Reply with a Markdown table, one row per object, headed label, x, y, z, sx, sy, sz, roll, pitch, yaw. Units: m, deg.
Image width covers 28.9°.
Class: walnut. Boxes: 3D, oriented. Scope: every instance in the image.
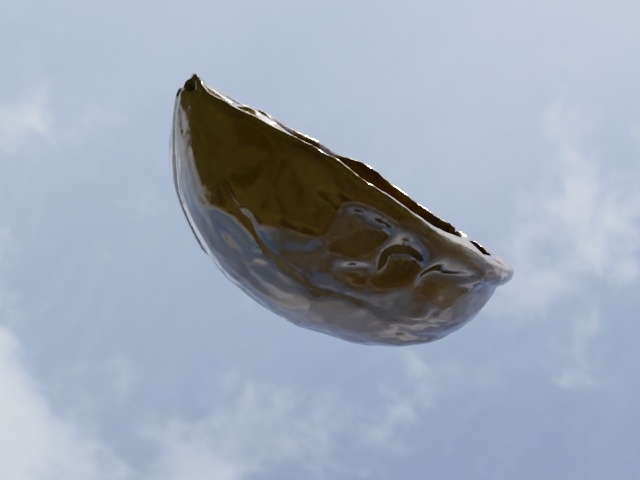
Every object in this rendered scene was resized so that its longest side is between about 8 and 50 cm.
| label | x | y | z | sx | sy | sz | roll | pitch | yaw |
| --- | --- | --- | --- | --- | --- | --- | --- | --- | --- |
| walnut | 0.000 | 0.000 | 0.368 | 0.052 | 0.121 | 0.091 | -60 | -151 | 4 |
